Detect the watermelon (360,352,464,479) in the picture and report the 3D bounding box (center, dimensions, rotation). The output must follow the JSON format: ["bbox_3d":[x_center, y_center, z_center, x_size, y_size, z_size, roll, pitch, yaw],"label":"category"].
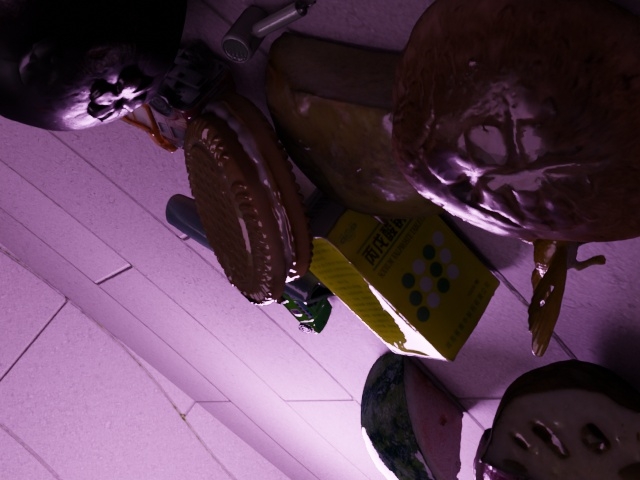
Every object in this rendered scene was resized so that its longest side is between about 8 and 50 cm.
[{"bbox_3d":[0.148,0.320,1.812,0.176,0.256,0.260,-3,177,-40],"label":"watermelon"}]

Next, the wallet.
[{"bbox_3d":[-0.078,0.022,1.517,0.251,0.054,0.290,29,-178,16],"label":"wallet"}]

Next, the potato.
[{"bbox_3d":[0.081,-0.117,1.074,0.269,0.112,0.255,43,157,-20],"label":"potato"}]

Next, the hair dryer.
[{"bbox_3d":[-0.050,-0.239,1.113,0.124,0.063,0.038,-18,123,40],"label":"hair dryer"}]

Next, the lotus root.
[{"bbox_3d":[0.358,0.240,1.303,0.267,0.149,0.260,19,-173,12],"label":"lotus root"}]

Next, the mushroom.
[{"bbox_3d":[0.185,-0.098,0.893,0.278,0.146,0.278,16,134,17],"label":"mushroom"}]

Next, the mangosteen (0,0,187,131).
[{"bbox_3d":[-0.283,-0.265,1.160,0.233,0.287,0.287,5,168,-21],"label":"mangosteen"}]

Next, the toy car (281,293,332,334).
[{"bbox_3d":[-0.032,0.087,1.712,0.062,0.071,0.165,-6,134,42],"label":"toy car"}]

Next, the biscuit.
[{"bbox_3d":[-0.090,-0.047,1.218,0.259,0.079,0.259,53,156,36],"label":"biscuit"}]

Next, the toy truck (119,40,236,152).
[{"bbox_3d":[-0.235,-0.208,1.355,0.270,0.114,0.135,26,153,26],"label":"toy truck"}]

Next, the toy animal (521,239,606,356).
[{"bbox_3d":[0.257,-0.002,1.087,0.095,0.155,0.219,24,-145,-42],"label":"toy animal"}]

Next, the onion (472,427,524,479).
[{"bbox_3d":[0.330,0.378,1.377,0.267,0.159,0.349,10,-172,8],"label":"onion"}]

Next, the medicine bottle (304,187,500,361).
[{"bbox_3d":[0.089,0.023,1.300,0.250,0.137,0.141,45,161,-20],"label":"medicine bottle"}]
